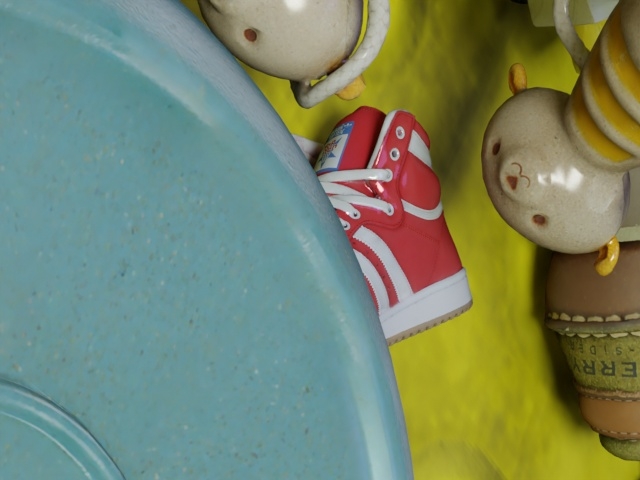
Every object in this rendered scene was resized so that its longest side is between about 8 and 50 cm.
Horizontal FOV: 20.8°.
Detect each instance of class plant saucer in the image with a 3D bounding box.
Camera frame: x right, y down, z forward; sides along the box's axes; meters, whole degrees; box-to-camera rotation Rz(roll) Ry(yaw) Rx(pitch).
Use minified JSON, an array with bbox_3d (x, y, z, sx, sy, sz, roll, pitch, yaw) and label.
[{"bbox_3d":[-0.079,0.075,0.320,0.318,0.044,0.317,5,83,-47],"label":"plant saucer"}]

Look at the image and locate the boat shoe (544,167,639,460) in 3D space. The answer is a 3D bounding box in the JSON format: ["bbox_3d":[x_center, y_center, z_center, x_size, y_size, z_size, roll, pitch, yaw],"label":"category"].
[{"bbox_3d":[0.186,0.020,0.675,0.307,0.111,0.104,-4,89,-44],"label":"boat shoe"}]

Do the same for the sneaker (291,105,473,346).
[{"bbox_3d":[0.000,0.000,0.479,0.118,0.042,0.067,-20,99,-58],"label":"sneaker"}]

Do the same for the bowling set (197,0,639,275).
[{"bbox_3d":[-0.011,-0.126,0.428,0.200,0.154,0.287,-11,68,-36],"label":"bowling set"}]

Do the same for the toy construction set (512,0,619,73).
[{"bbox_3d":[0.138,-0.171,0.611,0.215,0.151,0.327,-24,90,-25],"label":"toy construction set"}]
